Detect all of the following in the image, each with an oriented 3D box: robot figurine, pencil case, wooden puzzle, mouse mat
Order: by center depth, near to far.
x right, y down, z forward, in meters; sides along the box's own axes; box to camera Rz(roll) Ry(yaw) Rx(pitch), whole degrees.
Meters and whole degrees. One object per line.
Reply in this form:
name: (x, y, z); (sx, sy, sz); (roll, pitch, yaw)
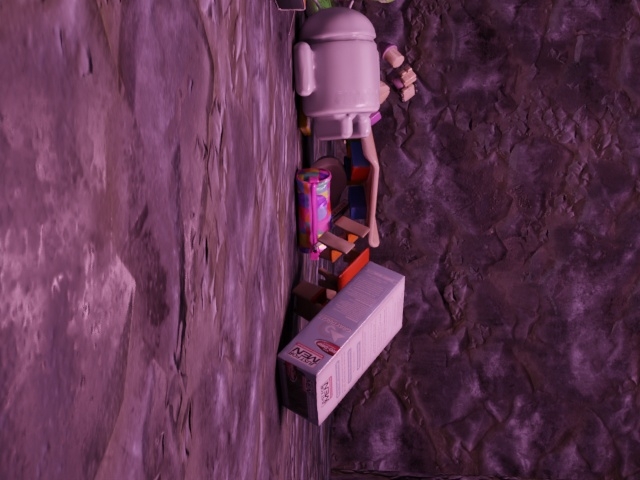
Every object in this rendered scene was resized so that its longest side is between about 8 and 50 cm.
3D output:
robot figurine: (0.047, -0.435, 1.761); (0.300, 0.200, 0.353); (-14, 102, -47)
pencil case: (-0.015, -0.073, 1.825); (0.104, 0.104, 0.236); (-81, 169, -61)
wooden puzzle: (0.111, -0.202, 1.978); (0.348, 0.080, 0.322); (84, 0, -46)
mouse mat: (0.009, -0.667, 1.998); (0.152, 0.007, 0.190); (38, 41, -38)

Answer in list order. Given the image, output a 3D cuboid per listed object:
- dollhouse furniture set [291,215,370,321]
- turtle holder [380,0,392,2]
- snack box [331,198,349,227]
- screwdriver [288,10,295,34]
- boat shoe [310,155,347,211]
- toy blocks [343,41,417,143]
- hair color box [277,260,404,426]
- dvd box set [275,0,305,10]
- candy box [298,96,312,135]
dollhouse furniture set: (0.054, 0.115, 1.813); (0.259, 0.135, 0.262); (-43, 144, -37)
turtle holder: (0.111, -0.573, 1.342); (0.320, 0.243, 0.227); (55, 26, 2)
snack box: (0.019, -0.047, 2.053); (0.178, 0.022, 0.064); (-44, 160, -17)
screwdriver: (-0.065, -0.537, 1.611); (0.024, 0.025, 0.170); (86, 16, -57)
boat shoe: (0.009, -0.193, 2.078); (0.340, 0.127, 0.158); (99, -12, -63)
toy blocks: (0.097, -0.523, 2.147); (0.260, 0.309, 0.288); (52, -5, 23)
hair color box: (0.058, 0.237, 1.645); (0.374, 0.113, 0.185); (-43, 144, -38)
dvd box set: (-0.064, -0.674, 1.250); (0.307, 0.062, 0.420); (-5, 96, -86)
candy box: (-0.037, -0.397, 1.879); (0.105, 0.027, 0.206); (31, 61, -80)
